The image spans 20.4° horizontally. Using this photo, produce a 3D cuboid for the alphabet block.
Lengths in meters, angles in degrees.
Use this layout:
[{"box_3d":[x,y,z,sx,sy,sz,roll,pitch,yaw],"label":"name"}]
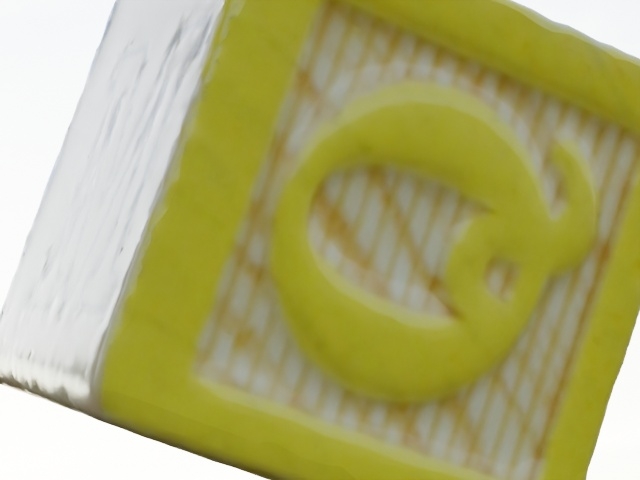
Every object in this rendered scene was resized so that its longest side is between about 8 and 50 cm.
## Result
[{"box_3d":[0.000,0.000,0.706,0.192,0.193,0.197,20,-7,-19],"label":"alphabet block"}]
